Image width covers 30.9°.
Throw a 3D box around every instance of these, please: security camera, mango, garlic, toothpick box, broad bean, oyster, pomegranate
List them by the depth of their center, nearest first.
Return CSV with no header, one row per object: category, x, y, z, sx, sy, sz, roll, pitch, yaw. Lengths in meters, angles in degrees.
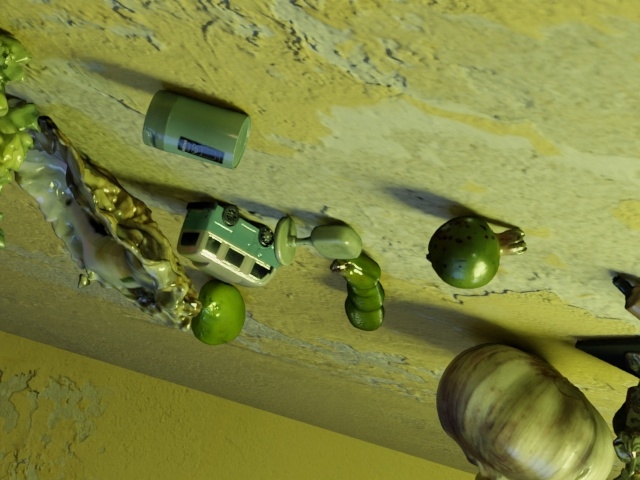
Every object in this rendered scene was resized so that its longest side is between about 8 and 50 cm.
toothpick box,-0.108,-0.097,1.015,0.083,0.052,0.052,16,165,6
pomegranate,0.140,0.006,1.063,0.084,0.073,0.073,-34,135,26
security camera,0.000,0.000,1.251,0.092,0.058,0.058,0,159,21
oyster,-0.251,-0.039,1.291,0.201,0.107,0.354,5,137,46
broad bean,0.049,0.060,1.382,0.052,0.052,0.256,55,175,19
garlic,0.234,0.265,1.458,0.245,0.253,0.245,30,-173,-4
mango,-0.152,0.111,1.732,0.074,0.091,0.165,28,167,6

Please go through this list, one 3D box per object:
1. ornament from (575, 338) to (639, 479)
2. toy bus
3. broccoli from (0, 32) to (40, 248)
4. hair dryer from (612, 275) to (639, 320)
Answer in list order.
ornament,0.374,0.229,1.303,0.166,0.196,0.153,25,165,-24
toy bus,-0.103,0.009,1.337,0.123,0.075,0.060,31,161,-37
broccoli,-0.422,-0.060,0.988,0.293,0.348,0.281,14,155,-2
hair dryer,0.343,0.097,1.086,0.181,0.117,0.064,38,168,6
